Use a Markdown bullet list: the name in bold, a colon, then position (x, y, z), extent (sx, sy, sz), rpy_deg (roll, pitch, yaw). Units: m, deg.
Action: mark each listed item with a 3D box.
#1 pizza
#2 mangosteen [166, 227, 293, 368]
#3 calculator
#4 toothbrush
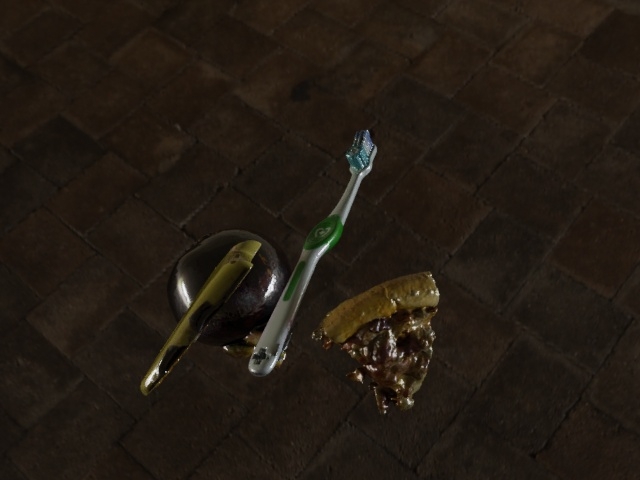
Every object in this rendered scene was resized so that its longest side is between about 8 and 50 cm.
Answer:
- **pizza**: position (0.084, 0.138, 0.907), extent (0.154, 0.194, 0.069), rpy_deg (-25, 32, -8)
- **mangosteen**: position (-0.160, 0.124, 1.537), extent (0.275, 0.275, 0.302), rpy_deg (-32, 91, -16)
- **calculator**: position (-0.161, 0.100, 0.988), extent (0.033, 0.157, 0.237), rpy_deg (36, 101, -8)
- **toothbrush**: position (0.002, 0.004, 0.971), extent (0.042, 0.040, 0.418), rpy_deg (-3, 44, 30)
